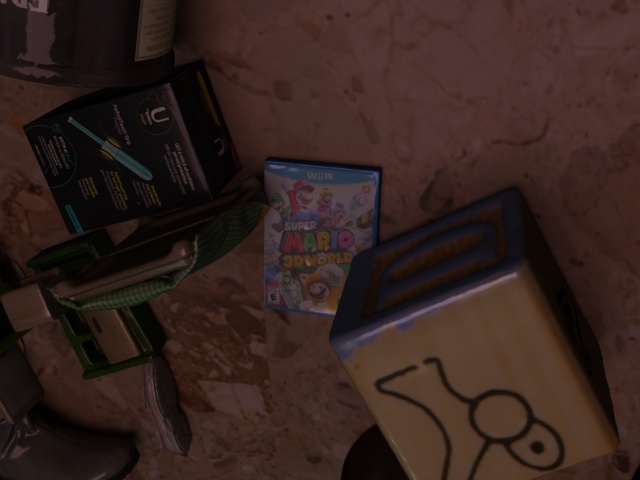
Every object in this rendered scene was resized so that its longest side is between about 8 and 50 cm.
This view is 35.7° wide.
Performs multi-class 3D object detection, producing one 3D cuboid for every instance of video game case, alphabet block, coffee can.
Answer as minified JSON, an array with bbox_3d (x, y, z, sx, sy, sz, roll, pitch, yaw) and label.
[{"bbox_3d":[0.000,0.000,1.025,0.119,0.015,0.166,6,113,11],"label":"video game case"},{"bbox_3d":[0.143,0.097,0.925,0.192,0.193,0.197,-23,107,20],"label":"alphabet block"},{"bbox_3d":[-0.211,-0.293,0.852,0.202,0.201,0.275,14,114,8],"label":"coffee can"}]

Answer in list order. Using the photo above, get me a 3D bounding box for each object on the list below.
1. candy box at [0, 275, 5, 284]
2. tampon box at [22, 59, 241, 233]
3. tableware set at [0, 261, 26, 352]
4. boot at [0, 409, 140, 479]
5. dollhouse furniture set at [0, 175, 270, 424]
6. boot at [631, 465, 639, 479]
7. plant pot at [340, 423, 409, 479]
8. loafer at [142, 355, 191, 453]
[{"bbox_3d":[-0.450,0.065,1.110,0.196,0.070,0.164,-24,98,28],"label":"candy box"},{"bbox_3d":[-0.181,-0.092,0.982,0.161,0.101,0.120,-13,109,17],"label":"tampon box"},{"bbox_3d":[-0.378,0.099,1.153,0.154,0.024,0.104,-29,103,22],"label":"tableware set"},{"bbox_3d":[-0.343,0.213,1.153,0.247,0.083,0.161,-4,116,17],"label":"boot"},{"bbox_3d":[-0.181,0.071,0.988,0.302,0.197,0.151,-18,105,24],"label":"dollhouse furniture set"},{"bbox_3d":[0.427,0.246,0.886,0.131,0.260,0.348,40,116,-4],"label":"boot"},{"bbox_3d":[0.104,0.327,1.016,0.215,0.230,0.215,5,113,11],"label":"plant pot"},{"bbox_3d":[-0.185,0.190,1.135,0.039,0.045,0.125,-5,113,23],"label":"loafer"}]
